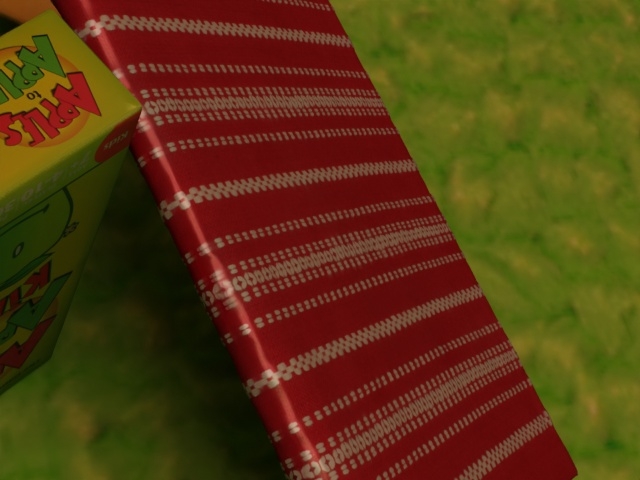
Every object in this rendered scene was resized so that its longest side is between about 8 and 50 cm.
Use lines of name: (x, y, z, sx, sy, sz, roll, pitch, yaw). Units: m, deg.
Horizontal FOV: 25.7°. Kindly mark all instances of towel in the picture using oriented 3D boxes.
towel: (0.000, 0.000, 0.509, 0.274, 0.031, 0.199, 63, 24, 6)

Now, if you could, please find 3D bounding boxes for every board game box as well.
board game box: (-0.122, 0.012, 0.453, 0.043, 0.181, 0.092, 46, 57, 9)

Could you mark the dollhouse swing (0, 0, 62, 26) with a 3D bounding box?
dollhouse swing: (-0.131, -0.247, 0.467, 0.305, 0.315, 0.346, 23, 91, -4)
